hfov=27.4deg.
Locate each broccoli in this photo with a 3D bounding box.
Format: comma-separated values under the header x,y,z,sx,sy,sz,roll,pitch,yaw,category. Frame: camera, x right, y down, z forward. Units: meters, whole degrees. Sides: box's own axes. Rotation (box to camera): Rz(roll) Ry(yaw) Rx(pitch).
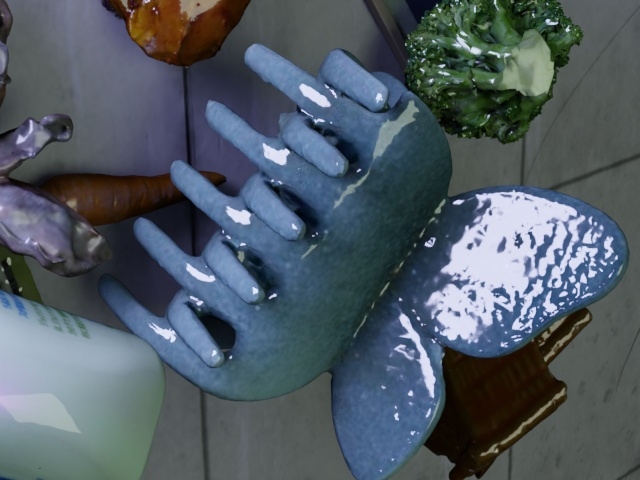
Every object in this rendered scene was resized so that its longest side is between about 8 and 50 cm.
x,y,z,sx,sy,sz,roll,pitch,yaw,category
0.173,-0.188,1.339,0.195,0.156,0.195,-2,103,-10,broccoli

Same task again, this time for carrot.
x,y,z,sx,sy,sz,roll,pitch,yaw,category
-0.160,-0.041,1.154,0.216,0.048,0.048,-10,112,-48,carrot

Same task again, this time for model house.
x,y,z,sx,sy,sz,roll,pitch,yaw,category
0.187,0.134,1.424,0.199,0.229,0.220,-25,121,-18,model house

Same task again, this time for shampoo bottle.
x,y,z,sx,sy,sz,roll,pitch,yaw,category
-0.295,0.088,0.912,0.349,0.222,0.151,23,76,-30,shampoo bottle

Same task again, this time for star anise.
x,y,z,sx,sy,sz,roll,pitch,yaw,category
-0.275,-0.067,0.974,0.198,0.110,0.258,-23,113,-25,star anise

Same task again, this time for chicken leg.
x,y,z,sx,sy,sz,roll,pitch,yaw,category
-0.072,-0.284,1.128,0.113,0.093,0.304,41,70,-34,chicken leg

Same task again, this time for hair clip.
x,y,z,sx,sy,sz,roll,pitch,yaw,category
0.000,0.000,1.135,0.238,0.392,0.318,27,101,-44,hair clip

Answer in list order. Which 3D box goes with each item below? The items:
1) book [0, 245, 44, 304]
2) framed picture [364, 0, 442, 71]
x,y,z,sx,sy,sz,roll,pitch,yaw,category
-0.353,0.162,1.032,0.352,0.035,0.239,-34,123,-32,book
0.150,-0.310,1.386,0.281,0.019,0.209,-52,135,-17,framed picture
